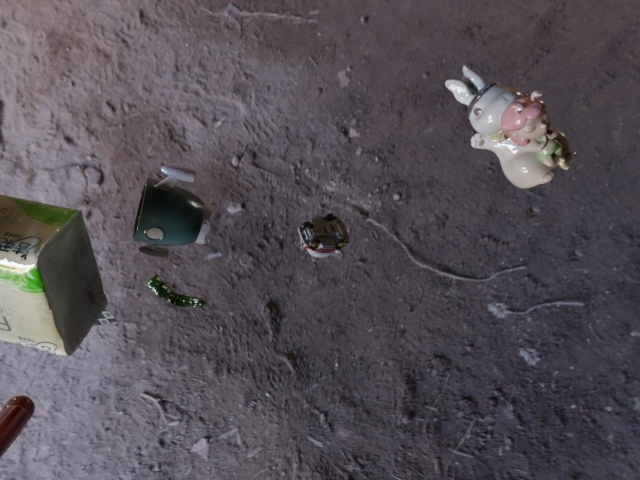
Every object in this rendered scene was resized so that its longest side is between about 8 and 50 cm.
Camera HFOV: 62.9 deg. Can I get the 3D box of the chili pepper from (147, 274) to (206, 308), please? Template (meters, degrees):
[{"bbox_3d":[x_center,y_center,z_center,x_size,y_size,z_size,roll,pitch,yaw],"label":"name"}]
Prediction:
[{"bbox_3d":[-0.428,0.163,1.545,0.182,0.073,0.050,24,31,-9],"label":"chili pepper"}]

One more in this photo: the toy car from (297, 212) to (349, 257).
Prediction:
[{"bbox_3d":[0.000,0.000,1.476,0.139,0.112,0.112,-9,57,-23],"label":"toy car"}]

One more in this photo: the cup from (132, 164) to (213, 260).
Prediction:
[{"bbox_3d":[-0.365,-0.061,1.310,0.173,0.299,0.167,12,40,-23],"label":"cup"}]

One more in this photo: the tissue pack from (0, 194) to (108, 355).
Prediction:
[{"bbox_3d":[-0.746,0.065,1.211,0.405,0.332,0.205,12,42,7],"label":"tissue pack"}]

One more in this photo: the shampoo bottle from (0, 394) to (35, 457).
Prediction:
[{"bbox_3d":[-0.765,0.470,1.219,0.118,0.314,0.076,-43,103,3],"label":"shampoo bottle"}]

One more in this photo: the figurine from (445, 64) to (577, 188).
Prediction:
[{"bbox_3d":[0.210,-0.135,0.559,0.081,0.098,0.146,-43,101,-27],"label":"figurine"}]

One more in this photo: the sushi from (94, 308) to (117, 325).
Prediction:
[{"bbox_3d":[-0.702,0.179,1.554,0.139,0.201,0.031,-12,38,23],"label":"sushi"}]
